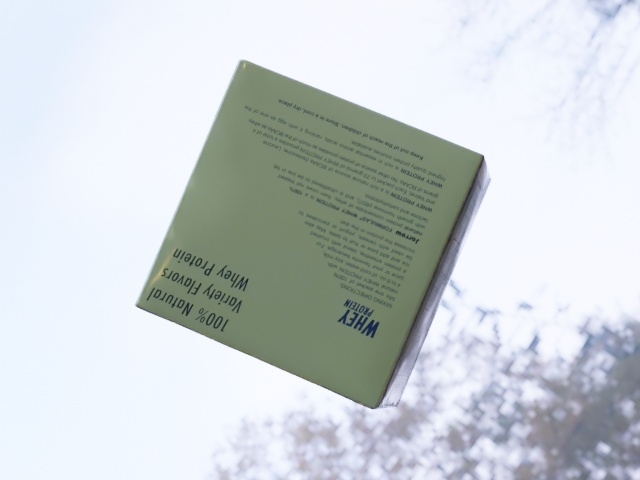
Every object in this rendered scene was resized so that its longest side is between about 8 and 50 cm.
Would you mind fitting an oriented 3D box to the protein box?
[{"bbox_3d":[0.000,0.000,1.216,0.136,0.200,0.201,35,-102,-79],"label":"protein box"}]
